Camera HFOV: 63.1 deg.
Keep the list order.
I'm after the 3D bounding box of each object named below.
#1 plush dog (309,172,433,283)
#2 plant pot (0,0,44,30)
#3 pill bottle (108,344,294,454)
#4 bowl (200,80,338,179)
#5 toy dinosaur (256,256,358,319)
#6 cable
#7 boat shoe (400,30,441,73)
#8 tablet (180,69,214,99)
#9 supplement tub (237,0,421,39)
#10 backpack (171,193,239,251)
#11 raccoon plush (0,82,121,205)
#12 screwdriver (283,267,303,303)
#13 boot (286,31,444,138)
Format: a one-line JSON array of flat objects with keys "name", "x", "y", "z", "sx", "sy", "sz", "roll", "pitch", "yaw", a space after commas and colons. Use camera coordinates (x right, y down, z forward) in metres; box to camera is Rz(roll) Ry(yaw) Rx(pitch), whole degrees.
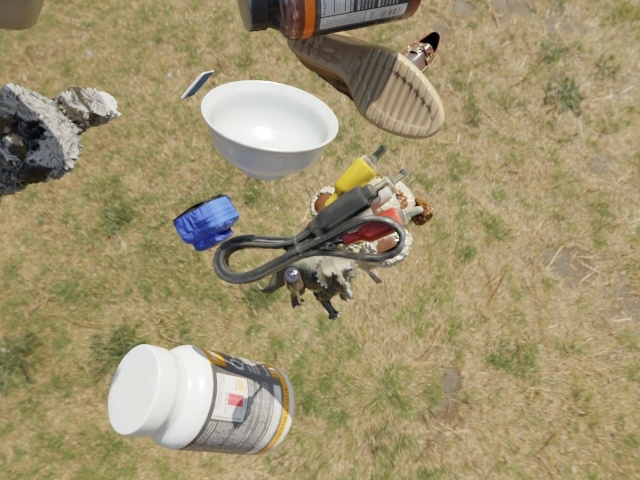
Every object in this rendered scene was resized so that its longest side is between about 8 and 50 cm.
[{"name": "plush dog", "x": 0.135, "y": -0.048, "z": 1.233, "sx": 0.262, "sy": 0.210, "sz": 0.225, "roll": 34, "pitch": 71, "yaw": 24}, {"name": "plant pot", "x": -0.504, "y": -0.506, "z": 0.705, "sx": 0.323, "sy": 0.323, "sz": 0.280, "roll": 44, "pitch": 111, "yaw": 16}, {"name": "pill bottle", "x": -0.188, "y": 0.263, "z": 0.859, "sx": 0.162, "sy": 0.278, "sz": 0.162, "roll": -20, "pitch": 57, "yaw": 34}, {"name": "bowl", "x": -0.118, "y": -0.230, "z": 1.167, "sx": 0.298, "sy": 0.134, "sz": 0.298, "roll": 8, "pitch": 42, "yaw": -8}, {"name": "toy dinosaur", "x": -0.017, "y": 0.081, "z": 1.164, "sx": 0.313, "sy": 0.160, "sz": 0.121, "roll": 10, "pitch": 36, "yaw": 41}, {"name": "cable", "x": 0.000, "y": 0.000, "z": 0.695, "sx": 0.287, "sy": 0.072, "sz": 0.139, "roll": -31, "pitch": 81, "yaw": 14}, {"name": "boat shoe", "x": 0.235, "y": -0.442, "z": 1.240, "sx": 0.073, "sy": 0.073, "sz": 0.207, "roll": 40, "pitch": 47, "yaw": -12}, {"name": "tablet", "x": -0.192, "y": -0.243, "z": 0.811, "sx": 0.006, "sy": 0.083, "sz": 0.054, "roll": 42, "pitch": 105, "yaw": -14}, {"name": "supplement tub", "x": 0.008, "y": -0.285, "z": 0.579, "sx": 0.198, "sy": 0.106, "sz": 0.106, "roll": -15, "pitch": 72, "yaw": -12}, {"name": "backpack", "x": -0.233, "y": -0.041, "z": 1.123, "sx": 0.120, "sy": 0.098, "sz": 0.101, "roll": -29, "pitch": 97, "yaw": 28}, {"name": "raccoon plush", "x": -0.670, "y": -0.180, "z": 1.182, "sx": 0.299, "sy": 0.446, "sz": 0.216, "roll": -29, "pitch": 92, "yaw": 25}, {"name": "screwdriver", "x": -0.030, "y": 0.062, "z": 0.680, "sx": 0.024, "sy": 0.170, "sz": 0.025, "roll": 18, "pitch": 78, "yaw": 7}, {"name": "boot", "x": 0.084, "y": -0.229, "z": 0.743, "sx": 0.248, "sy": 0.207, "sz": 0.090, "roll": 37, "pitch": 112, "yaw": 12}]
